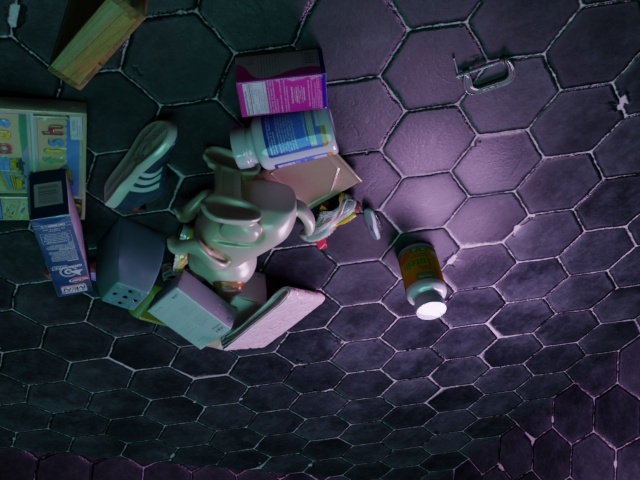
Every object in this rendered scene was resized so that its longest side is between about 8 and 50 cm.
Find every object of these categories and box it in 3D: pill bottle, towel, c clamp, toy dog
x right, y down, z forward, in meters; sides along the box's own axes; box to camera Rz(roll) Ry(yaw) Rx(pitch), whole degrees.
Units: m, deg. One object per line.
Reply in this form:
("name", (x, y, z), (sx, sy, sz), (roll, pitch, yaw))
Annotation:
("pill bottle", (0.350, 0.140, 2.220), (0.137, 0.245, 0.136), (-5, 139, -4))
("towel", (-0.162, 0.272, 2.288), (0.317, 0.053, 0.332), (-39, 162, 11))
("pill bottle", (-0.097, -0.276, 1.753), (0.272, 0.152, 0.152), (-12, 139, 6))
("c clamp", (0.438, -0.446, 1.738), (0.161, 0.022, 0.137), (-13, 138, 7))
("toy dog", (-0.254, -0.028, 1.936), (0.396, 0.284, 0.408), (6, 139, -27))

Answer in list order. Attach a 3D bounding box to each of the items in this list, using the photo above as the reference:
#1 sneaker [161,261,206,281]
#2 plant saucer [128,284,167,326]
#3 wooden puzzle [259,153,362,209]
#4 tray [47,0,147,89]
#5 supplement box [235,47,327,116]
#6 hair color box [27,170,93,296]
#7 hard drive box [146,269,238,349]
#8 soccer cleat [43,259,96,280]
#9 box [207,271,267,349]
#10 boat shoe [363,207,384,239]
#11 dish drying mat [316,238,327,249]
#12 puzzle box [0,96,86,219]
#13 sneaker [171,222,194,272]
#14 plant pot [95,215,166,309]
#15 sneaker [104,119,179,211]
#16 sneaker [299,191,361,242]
("sneaker", (-0.461, 0.128, 2.213), (0.161, 0.075, 0.057), (17, 133, -25))
("plant saucer", (-0.570, 0.247, 2.355), (0.189, 0.045, 0.188), (21, 131, -29))
("wooden puzzle", (-0.028, -0.196, 1.942), (0.239, 0.044, 0.221), (-24, 136, 25))
("tray", (-0.408, -0.489, 1.265), (0.203, 0.410, 0.076), (-35, 133, 28))
("supplement box", (-0.098, -0.397, 1.645), (0.220, 0.111, 0.113), (-5, 139, -2))
("hair color box", (-0.731, -0.012, 1.848), (0.105, 0.173, 0.347), (-10, 142, -14))
("hard drive box", (-0.423, 0.233, 2.168), (0.232, 0.089, 0.181), (41, 126, -20))
("soccer cleat", (-0.772, 0.105, 2.142), (0.248, 0.083, 0.095), (-7, 144, -4))
("box", (-0.313, 0.244, 2.318), (0.121, 0.148, 0.311), (19, 131, -26))
("boat shoe", (0.176, -0.061, 2.125), (0.040, 0.049, 0.142), (-38, 139, -16))
("dish drying mat", (0.000, 0.000, 2.189), (0.032, 0.008, 0.083), (-11, 139, 5))
("puzzle box", (-0.778, -0.209, 1.770), (0.272, 0.052, 0.408), (-1, 139, -21))
("sneaker", (-0.425, 0.034, 2.110), (0.094, 0.081, 0.208), (8, 136, -20))
("plant pot", (-0.593, 0.084, 2.024), (0.166, 0.234, 0.165), (24, 130, -32))
("sneaker", (-0.461, -0.198, 1.819), (0.148, 0.131, 0.350), (20, 138, -37))
("sneaker", (0.016, -0.078, 2.059), (0.225, 0.088, 0.093), (-36, 120, 23))
